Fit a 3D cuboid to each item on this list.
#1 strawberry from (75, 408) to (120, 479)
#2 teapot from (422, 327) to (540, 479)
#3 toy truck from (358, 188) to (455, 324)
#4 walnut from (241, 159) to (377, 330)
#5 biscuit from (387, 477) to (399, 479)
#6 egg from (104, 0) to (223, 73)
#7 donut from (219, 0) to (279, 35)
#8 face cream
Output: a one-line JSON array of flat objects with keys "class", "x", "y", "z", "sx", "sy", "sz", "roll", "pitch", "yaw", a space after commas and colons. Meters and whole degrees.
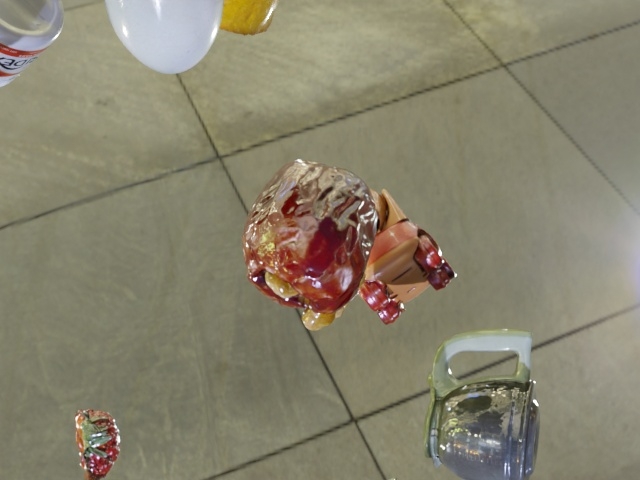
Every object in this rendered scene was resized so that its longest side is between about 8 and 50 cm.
[{"class": "strawberry", "x": -0.447, "y": 0.416, "z": 1.794, "sx": 0.085, "sy": 0.192, "sz": 0.140, "roll": -11, "pitch": 17, "yaw": -22}, {"class": "teapot", "x": 0.331, "y": 0.364, "z": 1.846, "sx": 0.239, "sy": 0.321, "sz": 0.239, "roll": 5, "pitch": 26, "yaw": 17}, {"class": "toy truck", "x": 0.129, "y": 0.017, "z": 1.810, "sx": 0.189, "sy": 0.265, "sz": 0.239, "roll": -35, "pitch": 64, "yaw": 4}, {"class": "walnut", "x": 0.000, "y": 0.000, "z": 1.471, "sx": 0.222, "sy": 0.244, "sz": 0.269, "roll": -16, "pitch": 40, "yaw": 49}, {"class": "biscuit", "x": 0.152, "y": 0.441, "z": 1.298, "sx": 0.250, "sy": 0.147, "sz": 0.046, "roll": 39, "pitch": 40, "yaw": -17}, {"class": "egg", "x": -0.196, "y": -0.308, "z": 1.118, "sx": 0.151, "sy": 0.209, "sz": 0.151, "roll": 1, "pitch": 43, "yaw": -1}, {"class": "donut", "x": -0.173, "y": -0.432, "z": 1.328, "sx": 0.277, "sy": 0.108, "sz": 0.277, "roll": 23, "pitch": 37, "yaw": -18}, {"class": "face cream", "x": -0.617, "y": -0.417, "z": 1.685, "sx": 0.187, "sy": 0.201, "sz": 0.201, "roll": -26, "pitch": 35, "yaw": 39}]
